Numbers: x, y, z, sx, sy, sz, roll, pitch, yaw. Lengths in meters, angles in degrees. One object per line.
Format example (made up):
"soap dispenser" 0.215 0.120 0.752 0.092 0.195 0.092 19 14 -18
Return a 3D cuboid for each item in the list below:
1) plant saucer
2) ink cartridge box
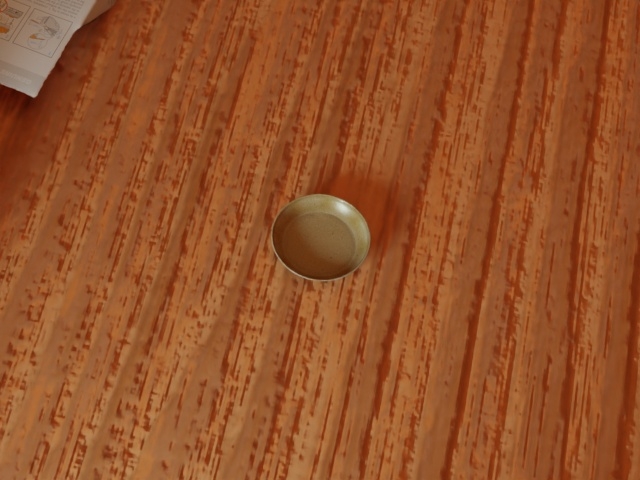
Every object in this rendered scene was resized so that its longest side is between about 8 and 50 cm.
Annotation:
"plant saucer" 0.000 0.000 1.152 0.083 0.015 0.083 2 61 -4
"ink cartridge box" -0.280 -0.235 1.241 0.181 0.056 0.224 21 66 6
